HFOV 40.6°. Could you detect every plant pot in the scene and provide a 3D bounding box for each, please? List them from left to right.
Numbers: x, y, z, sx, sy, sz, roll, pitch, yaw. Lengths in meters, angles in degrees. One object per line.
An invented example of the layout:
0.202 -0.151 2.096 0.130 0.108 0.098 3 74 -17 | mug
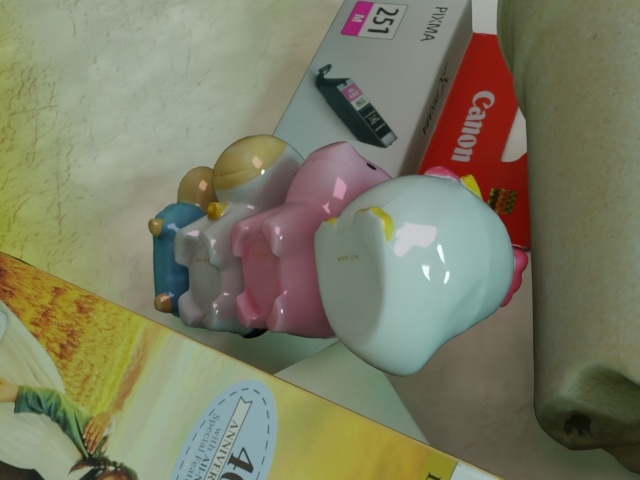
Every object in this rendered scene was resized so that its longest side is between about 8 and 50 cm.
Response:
0.261 -0.017 0.537 0.334 0.334 0.305 5 64 16 | plant pot

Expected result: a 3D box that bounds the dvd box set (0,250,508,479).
-0.130 0.195 0.478 0.421 0.062 0.307 18 77 38 | dvd box set

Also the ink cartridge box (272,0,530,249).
0.102 -0.128 0.802 0.239 0.060 0.275 10 54 21 | ink cartridge box

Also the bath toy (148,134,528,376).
0.000 0.000 0.588 0.129 0.151 0.348 -3 4 -32 | bath toy

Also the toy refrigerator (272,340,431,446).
0.058 0.194 0.523 0.094 0.102 0.269 -27 50 -9 | toy refrigerator
